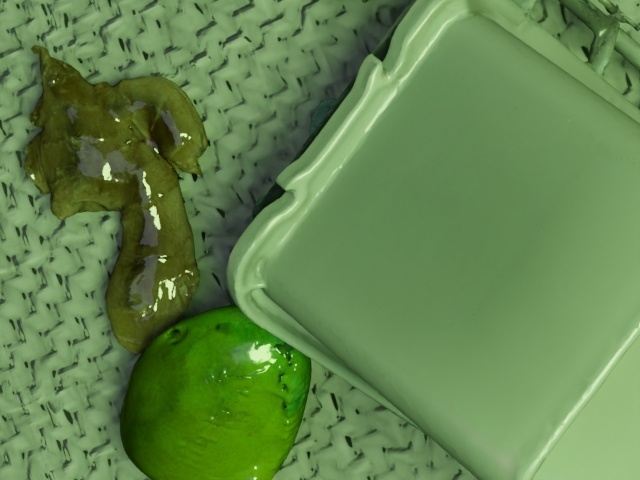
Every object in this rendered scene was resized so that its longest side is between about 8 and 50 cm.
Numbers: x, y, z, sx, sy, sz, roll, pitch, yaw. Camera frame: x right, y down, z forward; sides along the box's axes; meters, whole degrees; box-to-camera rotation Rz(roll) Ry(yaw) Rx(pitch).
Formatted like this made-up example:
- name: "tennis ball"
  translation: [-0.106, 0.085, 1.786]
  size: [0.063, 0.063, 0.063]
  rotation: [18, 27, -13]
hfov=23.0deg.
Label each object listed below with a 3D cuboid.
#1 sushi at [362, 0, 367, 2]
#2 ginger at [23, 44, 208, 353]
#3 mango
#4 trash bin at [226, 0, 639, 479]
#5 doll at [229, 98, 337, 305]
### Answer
- name: "sushi"
  translation: [0.066, -0.220, 1.031]
  size: [0.226, 0.097, 0.103]
  rotation: [-24, 120, -25]
- name: "ginger"
  translation: [-0.147, -0.029, 1.114]
  size: [0.133, 0.059, 0.214]
  rotation: [2, 91, 5]
- name: "mango"
  translation: [-0.066, 0.104, 1.055]
  size: [0.119, 0.100, 0.178]
  rotation: [29, 131, -12]
- name: "trash bin"
  translation: [0.148, 0.016, 0.871]
  size: [0.256, 0.367, 0.296]
  rotation: [37, 94, -26]
- name: "doll"
  translation: [0.000, 0.000, 1.069]
  size: [0.120, 0.075, 0.179]
  rotation: [40, 98, 5]
